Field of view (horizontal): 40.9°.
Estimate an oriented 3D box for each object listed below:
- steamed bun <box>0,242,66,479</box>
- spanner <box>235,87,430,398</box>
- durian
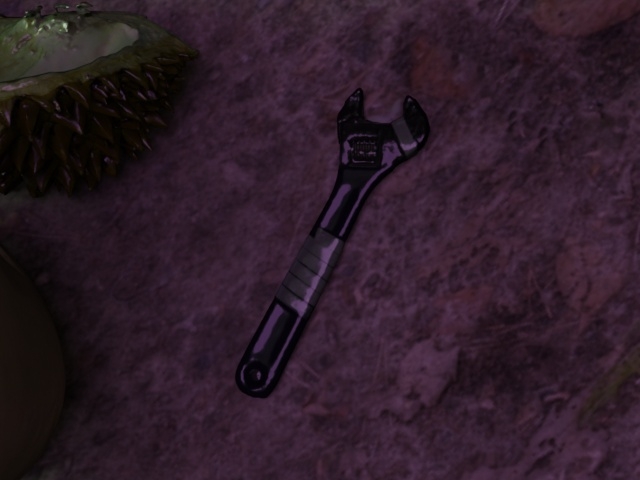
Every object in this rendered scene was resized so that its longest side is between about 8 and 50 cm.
[{"bbox_3d":[-0.426,0.043,0.672,0.456,0.371,0.290,26,84,0],"label":"steamed bun"},{"bbox_3d":[0.000,0.000,0.798,0.087,0.024,0.316,28,88,12],"label":"spanner"},{"bbox_3d":[-0.320,-0.155,0.797,0.394,0.163,0.198,9,82,15],"label":"durian"}]
